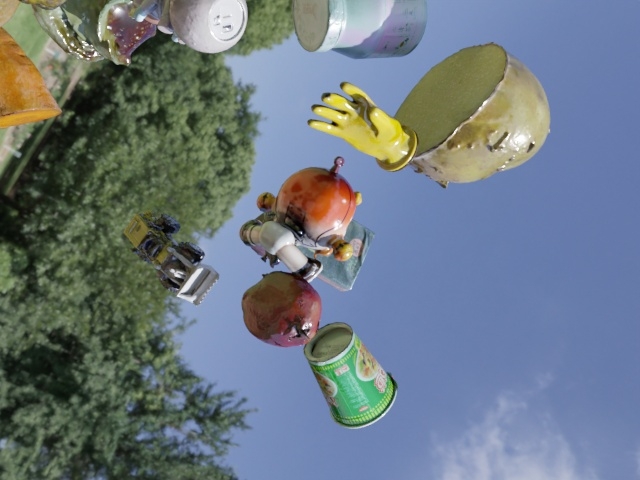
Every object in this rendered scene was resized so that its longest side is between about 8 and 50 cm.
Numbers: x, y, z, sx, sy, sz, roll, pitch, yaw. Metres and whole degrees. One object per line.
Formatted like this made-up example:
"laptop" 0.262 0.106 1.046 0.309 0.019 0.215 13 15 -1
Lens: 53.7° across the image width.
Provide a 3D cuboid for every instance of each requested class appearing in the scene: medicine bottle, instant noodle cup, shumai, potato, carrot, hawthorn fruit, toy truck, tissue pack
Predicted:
"medicine bottle" 0.094 -0.597 1.648 0.245 0.290 0.244 34 -50 55
"instant noodle cup" 0.070 0.346 1.691 0.207 0.232 0.207 -22 -152 13
"shumai" -0.492 -0.589 1.540 0.289 0.291 0.330 -5 -143 32
"potato" 0.438 -0.304 1.764 0.385 0.319 0.442 -61 -158 -9
"carrot" -0.683 -0.362 1.365 0.159 0.224 0.159 -20 -173 3
"hawthorn fruit" -0.077 0.177 1.456 0.181 0.181 0.235 -56 -139 5
"toy truck" -0.388 0.039 1.610 0.286 0.111 0.136 41 -78 25
"tissue pack" 0.000 0.000 2.095 0.227 0.316 0.103 -65 -164 -20

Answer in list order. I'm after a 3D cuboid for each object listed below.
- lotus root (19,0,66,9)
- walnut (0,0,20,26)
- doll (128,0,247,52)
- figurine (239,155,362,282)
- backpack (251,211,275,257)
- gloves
"lotus root" -0.460 -0.448 1.027 0.120 0.120 0.209 -65 -175 -16
"walnut" -0.666 -0.476 1.145 0.228 0.228 0.228 -44 -153 30
"doll" -0.263 -0.449 1.203 0.287 0.151 0.150 29 -92 37
"figurine" -0.036 -0.070 1.701 0.323 0.320 0.196 -50 159 -22
"backpack" -0.149 -0.029 2.308 0.317 0.284 0.197 51 35 -76
"gloves" 0.089 -0.254 1.406 0.133 0.294 0.116 -45 -129 21
